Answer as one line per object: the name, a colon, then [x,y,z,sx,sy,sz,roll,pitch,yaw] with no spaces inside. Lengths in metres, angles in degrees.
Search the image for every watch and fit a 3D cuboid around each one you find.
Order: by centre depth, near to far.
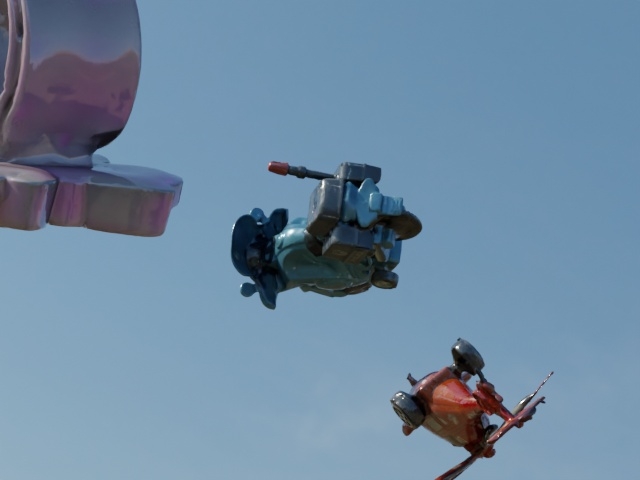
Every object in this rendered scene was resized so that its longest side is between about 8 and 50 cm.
watch: [-0.227,-0.125,1.424,0.211,0.217,0.248,0,7,-38]

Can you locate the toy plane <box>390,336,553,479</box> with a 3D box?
toy plane: [0.086,0.114,1.217,0.077,0.126,0.194,49,9,3]

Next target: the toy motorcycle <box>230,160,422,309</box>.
toy motorcycle: [0.000,0.000,2.108,0.182,0.123,0.272,12,-24,-13]
